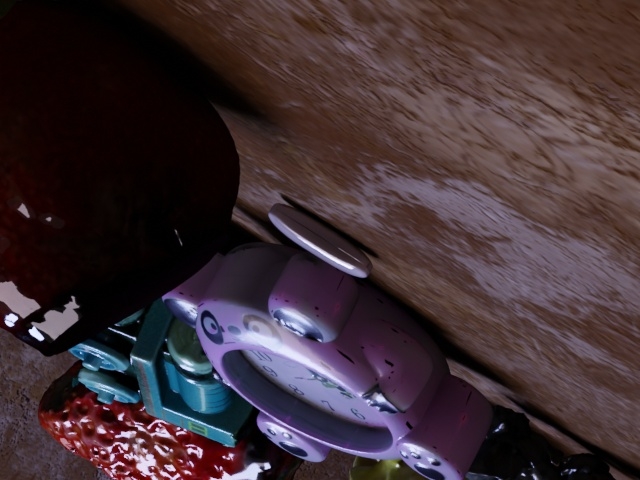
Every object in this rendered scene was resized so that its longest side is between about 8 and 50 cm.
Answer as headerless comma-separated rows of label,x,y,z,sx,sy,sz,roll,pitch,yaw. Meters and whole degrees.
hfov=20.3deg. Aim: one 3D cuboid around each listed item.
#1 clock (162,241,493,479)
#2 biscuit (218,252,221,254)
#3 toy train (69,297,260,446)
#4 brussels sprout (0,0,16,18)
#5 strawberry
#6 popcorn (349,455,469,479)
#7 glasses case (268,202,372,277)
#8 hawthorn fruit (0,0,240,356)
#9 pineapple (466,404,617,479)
clock,0.001,0.098,1.469,0.227,0.090,0.248,2,145,45
biscuit,-0.088,0.049,1.708,0.305,0.038,0.305,43,176,4
toy train,-0.150,0.113,1.806,0.194,0.120,0.298,21,164,5
brussels sprout,-0.210,-0.162,0.849,0.181,0.100,0.139,23,-160,-37
strawberry,-0.146,0.176,2.092,0.310,0.291,0.292,30,172,11
popcorn,0.115,0.242,1.729,0.181,0.216,0.235,7,166,-2
glasses case,0.000,0.000,1.258,0.083,0.021,0.032,32,170,12
hawthorn fruit,-0.162,-0.052,1.058,0.251,0.189,0.189,45,180,31
pineapple,0.211,0.221,1.490,0.237,0.111,0.119,35,152,31
